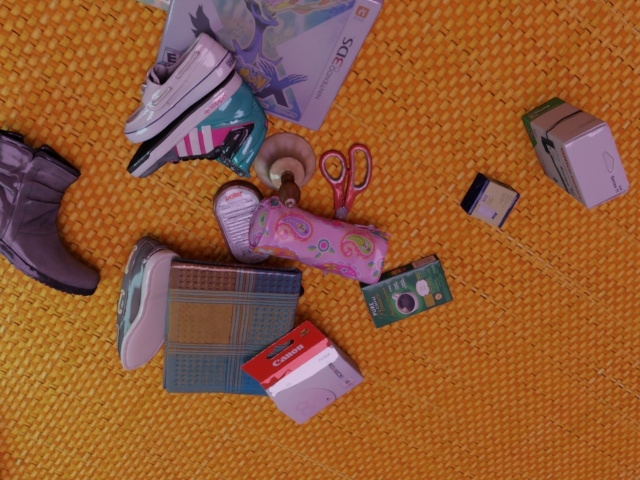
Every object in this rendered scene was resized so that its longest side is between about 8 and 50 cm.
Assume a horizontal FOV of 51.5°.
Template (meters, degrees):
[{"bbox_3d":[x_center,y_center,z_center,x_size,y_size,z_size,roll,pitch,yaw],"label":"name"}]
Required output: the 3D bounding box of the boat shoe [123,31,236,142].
[{"bbox_3d":[-0.272,-0.270,1.179,0.268,0.096,0.088,-26,126,32],"label":"boat shoe"}]

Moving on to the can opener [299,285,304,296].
[{"bbox_3d":[-0.116,0.146,1.445,0.186,0.073,0.059,-38,151,14],"label":"can opener"}]

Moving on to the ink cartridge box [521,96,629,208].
[{"bbox_3d":[0.487,-0.172,1.279,0.087,0.208,0.153,-28,113,6],"label":"ink cartridge box"}]

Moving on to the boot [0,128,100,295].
[{"bbox_3d":[-0.524,-0.048,1.275,0.338,0.118,0.222,37,87,-37],"label":"boot"}]

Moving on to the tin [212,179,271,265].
[{"bbox_3d":[-0.154,-0.033,1.366,0.106,0.040,0.189,-19,114,-2],"label":"tin"}]

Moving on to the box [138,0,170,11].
[{"bbox_3d":[-0.154,-0.487,1.154,0.322,0.058,0.232,16,111,-11],"label":"box"}]

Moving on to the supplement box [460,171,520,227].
[{"bbox_3d":[0.354,-0.084,1.386,0.083,0.056,0.083,21,110,-15],"label":"supplement box"}]

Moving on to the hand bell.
[{"bbox_3d":[-0.059,-0.111,1.228,0.126,0.242,0.126,-2,113,-6],"label":"hand bell"}]

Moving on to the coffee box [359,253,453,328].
[{"bbox_3d":[0.188,0.112,1.463,0.184,0.040,0.113,-22,114,3],"label":"coffee box"}]

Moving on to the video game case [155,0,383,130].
[{"bbox_3d":[-0.101,-0.355,1.159,0.329,0.036,0.300,18,138,-13],"label":"video game case"}]

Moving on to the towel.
[{"bbox_3d":[-0.193,0.195,1.415,0.272,0.040,0.370,5,126,-9],"label":"towel"}]

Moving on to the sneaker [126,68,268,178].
[{"bbox_3d":[-0.211,-0.173,1.257,0.296,0.123,0.178,-32,122,24],"label":"sneaker"}]

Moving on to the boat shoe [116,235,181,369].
[{"bbox_3d":[-0.371,0.133,1.385,0.109,0.091,0.304,-11,130,-49],"label":"boat shoe"}]

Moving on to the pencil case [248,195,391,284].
[{"bbox_3d":[0.000,0.000,1.331,0.284,0.124,0.124,16,111,-20],"label":"pencil case"}]

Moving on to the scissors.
[{"bbox_3d":[0.053,-0.057,1.385,0.109,0.021,0.296,-3,113,-5],"label":"scissors"}]

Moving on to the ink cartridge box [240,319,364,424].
[{"bbox_3d":[-0.035,0.298,1.468,0.189,0.066,0.232,-36,137,6],"label":"ink cartridge box"}]
